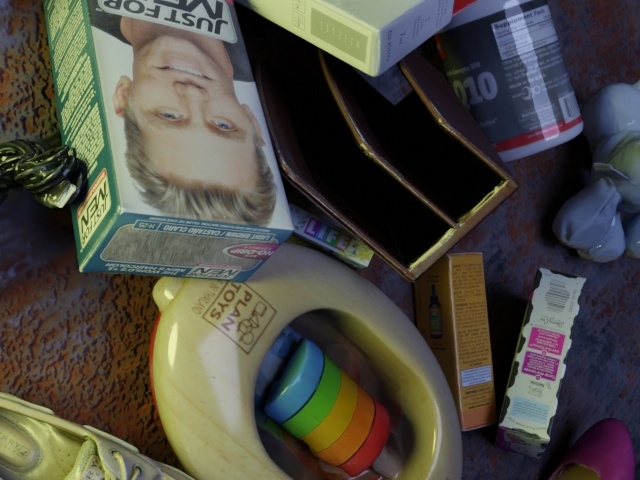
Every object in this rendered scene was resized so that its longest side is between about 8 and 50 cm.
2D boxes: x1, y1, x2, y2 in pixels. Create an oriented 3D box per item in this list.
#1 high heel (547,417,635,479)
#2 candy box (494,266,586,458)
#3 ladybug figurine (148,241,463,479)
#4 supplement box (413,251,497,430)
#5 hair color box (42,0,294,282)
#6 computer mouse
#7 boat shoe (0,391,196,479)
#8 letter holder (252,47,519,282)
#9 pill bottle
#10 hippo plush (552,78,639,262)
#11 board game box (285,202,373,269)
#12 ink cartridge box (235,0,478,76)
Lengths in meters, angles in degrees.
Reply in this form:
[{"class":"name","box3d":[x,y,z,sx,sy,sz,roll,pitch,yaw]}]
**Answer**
[{"class":"high heel","box3d":[0.330,0.394,1.232,0.181,0.127,0.377,46,63,-37]},{"class":"candy box","box3d":[0.306,0.175,1.228,0.159,0.071,0.233,70,36,-65]},{"class":"ladybug figurine","box3d":[-0.023,0.183,0.965,0.449,0.162,0.305,48,59,-24]},{"class":"supplement box","box3d":[0.181,0.133,1.182,0.080,0.078,0.233,-5,89,-38]},{"class":"hair color box","box3d":[-0.155,-0.137,0.843,0.174,0.105,0.347,5,56,-35]},{"class":"computer mouse","box3d":[-0.344,-0.007,0.753,0.272,0.188,0.072,-26,115,-27]},{"class":"boat shoe","box3d":[-0.202,0.222,0.772,0.302,0.098,0.109,28,70,6]},{"class":"letter holder","box3d":[0.051,-0.139,0.961,0.214,0.152,0.302,37,20,-27]},{"class":"pill bottle","box3d":[0.251,-0.262,1.223,0.161,0.161,0.283,-27,101,-36]},{"class":"hippo plush","box3d":[0.456,-0.123,1.376,0.294,0.234,0.236,40,31,-44]},{"class":"board game box","box3d":[0.000,0.000,0.988,0.103,0.154,0.026,26,83,-4]},{"class":"ink cartridge box","box3d":[0.030,-0.326,0.991,0.261,0.296,0.066,-40,151,-31]}]
